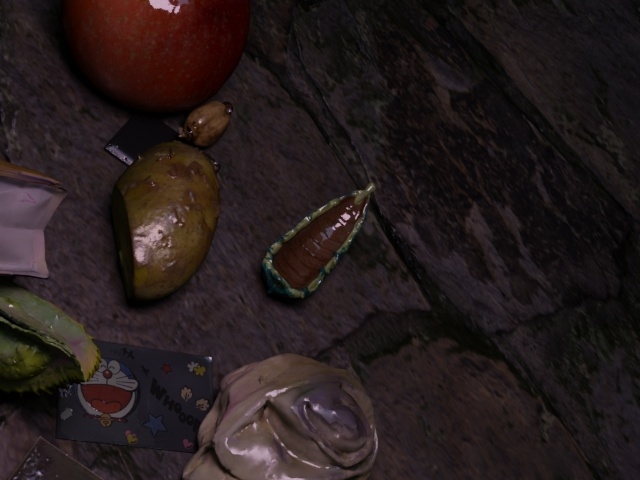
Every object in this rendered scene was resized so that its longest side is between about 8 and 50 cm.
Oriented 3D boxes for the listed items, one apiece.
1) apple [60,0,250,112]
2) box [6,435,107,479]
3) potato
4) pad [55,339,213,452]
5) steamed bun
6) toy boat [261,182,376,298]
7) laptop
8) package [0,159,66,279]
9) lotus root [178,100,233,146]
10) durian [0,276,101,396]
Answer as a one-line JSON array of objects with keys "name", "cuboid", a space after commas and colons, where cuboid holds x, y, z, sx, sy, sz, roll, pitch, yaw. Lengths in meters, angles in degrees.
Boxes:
[{"name": "apple", "cuboid": [-0.285, -0.404, 1.846, 0.348, 0.277, 0.349, 16, 51, -20]}, {"name": "box", "cuboid": [-0.293, 0.424, 1.416, 0.324, 0.047, 0.180, 35, 48, -5]}, {"name": "potato", "cuboid": [-0.254, -0.036, 1.699, 0.176, 0.141, 0.298, 14, 52, -5]}, {"name": "pad", "cuboid": [-0.274, 0.231, 1.592, 0.245, 0.006, 0.170, 12, 53, -24]}, {"name": "steamed bun", "cuboid": [-0.032, 0.302, 1.556, 0.268, 0.207, 0.280, 32, 49, -10]}, {"name": "toy boat", "cuboid": [-0.003, 0.003, 1.863, 0.108, 0.099, 0.293, 44, 54, 1]}, {"name": "laptop", "cuboid": [-0.274, -0.146, 1.852, 0.180, 0.016, 0.129, 35, 47, -4]}, {"name": "package", "cuboid": [-0.517, -0.072, 1.444, 0.311, 0.165, 0.221, 12, 20, -49]}, {"name": "lotus root", "cuboid": [-0.208, -0.208, 1.902, 0.063, 0.072, 0.152, 7, 27, 29]}, {"name": "durian", "cuboid": [-0.453, 0.100, 1.454, 0.351, 0.169, 0.158, 26, 58, 3]}]
